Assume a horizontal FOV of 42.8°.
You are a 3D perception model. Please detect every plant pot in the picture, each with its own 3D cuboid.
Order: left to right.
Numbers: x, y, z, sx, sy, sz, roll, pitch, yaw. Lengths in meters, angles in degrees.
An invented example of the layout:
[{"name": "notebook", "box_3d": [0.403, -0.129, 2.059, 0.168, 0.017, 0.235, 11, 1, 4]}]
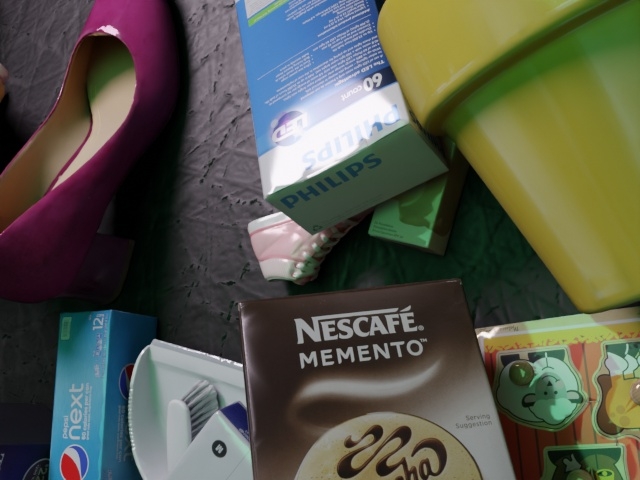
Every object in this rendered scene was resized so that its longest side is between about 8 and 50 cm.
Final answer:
[{"name": "plant pot", "box_3d": [0.197, -0.091, 0.539, 0.254, 0.254, 0.239, -25, 83, 21]}]

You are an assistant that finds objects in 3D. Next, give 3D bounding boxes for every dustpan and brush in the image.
[{"name": "dustpan and brush", "box_3d": [-0.122, 0.210, 0.733, 0.147, 0.060, 0.211, 10, 104, 30]}]

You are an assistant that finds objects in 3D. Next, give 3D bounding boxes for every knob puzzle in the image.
[{"name": "knob puzzle", "box_3d": [0.200, 0.149, 0.594, 0.213, 0.030, 0.213, -6, 76, 27]}]

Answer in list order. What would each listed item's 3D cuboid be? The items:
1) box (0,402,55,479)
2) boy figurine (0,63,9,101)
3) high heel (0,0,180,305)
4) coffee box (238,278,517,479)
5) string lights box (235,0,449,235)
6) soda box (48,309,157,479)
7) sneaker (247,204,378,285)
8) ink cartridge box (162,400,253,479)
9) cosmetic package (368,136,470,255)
[{"name": "box", "box_3d": [-0.350, 0.290, 0.769, 0.103, 0.184, 0.261, 22, 90, 27]}, {"name": "boy figurine", "box_3d": [-0.388, -0.110, 0.867, 0.177, 0.092, 0.285, -48, 36, 9]}, {"name": "high heel", "box_3d": [-0.244, -0.125, 0.805, 0.127, 0.181, 0.377, -2, 78, 28]}, {"name": "coffee box", "box_3d": [0.041, 0.186, 0.544, 0.168, 0.119, 0.297, -7, 56, -5]}, {"name": "string lights box", "box_3d": [0.008, -0.150, 0.702, 0.133, 0.076, 0.260, -25, 55, 22]}, {"name": "soda box", "box_3d": [-0.208, 0.175, 0.783, 0.067, 0.071, 0.210, -5, 77, 27]}, {"name": "sneaker", "box_3d": [0.000, 0.000, 0.724, 0.134, 0.051, 0.070, -19, 75, 25]}, {"name": "ink cartridge box", "box_3d": [-0.060, 0.285, 0.657, 0.223, 0.045, 0.224, 41, 109, 18]}, {"name": "cosmetic package", "box_3d": [0.088, -0.050, 0.691, 0.060, 0.041, 0.115, 13, 85, 30]}]
